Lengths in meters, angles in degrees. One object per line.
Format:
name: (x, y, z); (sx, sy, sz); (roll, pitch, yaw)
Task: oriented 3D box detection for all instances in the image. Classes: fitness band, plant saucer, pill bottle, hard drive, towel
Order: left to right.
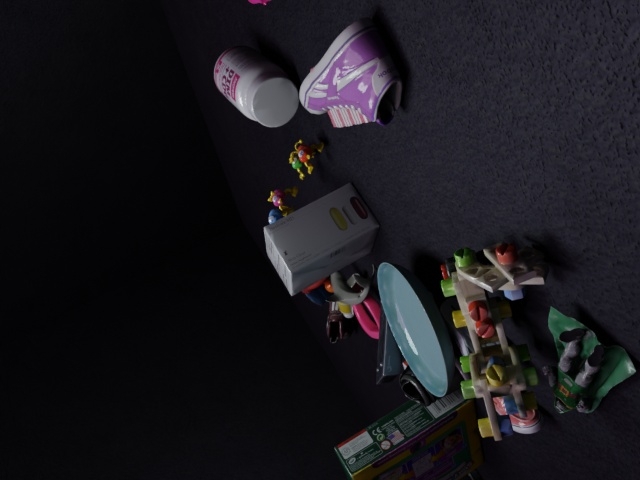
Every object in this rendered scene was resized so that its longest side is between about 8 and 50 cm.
pill bottle: (-0.175, -0.421, 1.595); (0.283, 0.160, 0.160); (47, 161, 49)
towel: (0.045, -0.314, 1.238); (0.144, 0.029, 0.197); (65, 165, -16)
pill bottle: (0.097, 0.230, 2.138); (0.065, 0.065, 0.116); (50, 163, 45)
fitness band: (0.152, 0.228, 1.931); (0.209, 0.054, 0.291); (61, 169, 2)
hard drive: (0.184, 0.242, 1.541); (0.172, 0.054, 0.255); (93, -178, -68)
plant saucer: (0.216, 0.191, 1.304); (0.317, 0.043, 0.318); (159, 90, -78)

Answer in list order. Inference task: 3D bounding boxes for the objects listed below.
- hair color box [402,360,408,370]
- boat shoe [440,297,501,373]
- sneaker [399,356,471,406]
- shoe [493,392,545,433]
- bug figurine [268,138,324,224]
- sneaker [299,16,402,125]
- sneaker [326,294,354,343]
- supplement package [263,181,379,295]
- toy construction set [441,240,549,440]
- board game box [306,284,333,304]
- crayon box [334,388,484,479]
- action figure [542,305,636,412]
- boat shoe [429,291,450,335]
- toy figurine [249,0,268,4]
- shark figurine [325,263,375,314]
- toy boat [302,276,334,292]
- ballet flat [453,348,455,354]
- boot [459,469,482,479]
hair color box: (0.311, 0.421, 1.695); (0.167, 0.053, 0.093); (47, 160, 55)
boat shoe: (0.318, 0.206, 1.160); (0.076, 0.083, 0.226); (58, -175, -41)
sneaker: (0.248, 0.318, 1.503); (0.105, 0.146, 0.295); (64, 169, -21)
shoe: (0.371, 0.313, 1.167); (0.081, 0.063, 0.178); (60, 173, -15)
bug figurine: (-0.084, -0.159, 1.608); (0.072, 0.279, 0.216); (24, -170, -10)
sneaker: (0.055, -0.262, 1.077); (0.161, 0.102, 0.282); (57, 160, 0)
sneaker: (0.065, 0.349, 2.277); (0.281, 0.106, 0.163); (76, -159, -49)
supplement package: (0.000, 0.000, 1.549); (0.145, 0.261, 0.204); (57, 167, 17)
toy construction set: (0.274, 0.134, 0.943); (0.215, 0.151, 0.328); (-75, -20, -59)
board game box: (-0.022, 0.203, 2.380); (0.133, 0.168, 0.033); (50, 124, 7)
crayon box: (0.246, 0.568, 1.542); (0.106, 0.362, 0.313); (48, 161, 49)
action figure: (0.388, 0.210, 0.892); (0.137, 0.063, 0.232); (49, 166, 38)
boat shoe: (0.270, 0.208, 1.361); (0.066, 0.063, 0.184); (113, 134, -75)
toy figurine: (-0.140, -0.586, 1.247); (0.159, 0.130, 0.173); (74, -172, -79)
shark figurine: (0.077, 0.160, 1.768); (0.278, 0.116, 0.166); (177, 85, -68)
toy boat: (0.007, 0.145, 2.226); (0.151, 0.151, 0.231); (30, 166, 2)
ballet flat: (0.270, 0.221, 1.423); (0.173, 0.049, 0.057); (56, 167, 28)
boot: (0.354, 0.727, 1.822); (0.246, 0.207, 0.094); (45, 160, 56)
